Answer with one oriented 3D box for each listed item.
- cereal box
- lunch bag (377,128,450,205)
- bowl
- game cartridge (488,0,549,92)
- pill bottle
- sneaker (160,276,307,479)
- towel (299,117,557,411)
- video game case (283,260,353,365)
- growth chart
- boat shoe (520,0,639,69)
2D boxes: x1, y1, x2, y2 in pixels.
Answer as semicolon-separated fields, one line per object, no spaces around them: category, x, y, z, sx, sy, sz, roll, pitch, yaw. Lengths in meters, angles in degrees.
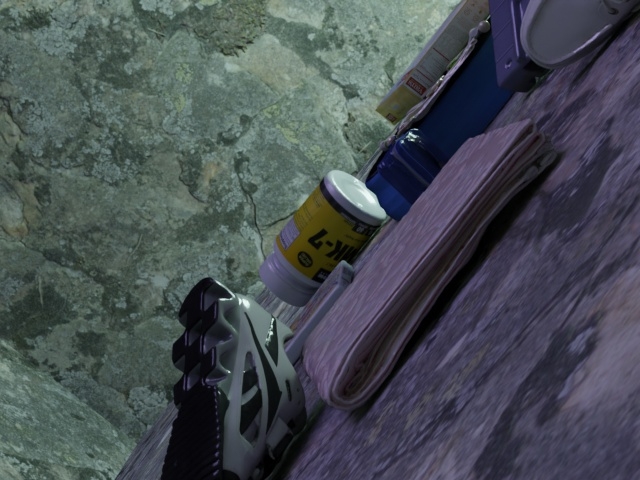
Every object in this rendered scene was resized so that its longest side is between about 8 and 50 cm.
cereal box;0.186;-0.292;2.330;0.240;0.047;0.173;-53;4;-12
lunch bag;0.126;-0.097;1.966;0.065;0.098;0.067;-46;1;35
bowl;0.203;-0.203;2.247;0.391;0.077;0.391;-52;4;5
game cartridge;0.304;-0.364;1.824;0.355;0.068;0.230;132;137;-53
pill bottle;0.000;0.000;2.448;0.208;0.119;0.119;-51;3;22
sneaker;-0.075;0.197;1.557;0.122;0.146;0.331;-38;36;43
towel;0.096;0.024;1.510;0.317;0.053;0.332;-51;3;-2
video game case;-0.032;0.137;2.226;0.227;0.026;0.206;-51;4;9
growth chart;0.158;-0.211;2.107;0.237;0.021;0.172;-51;3;-6
boat shoe;0.302;-0.280;1.555;0.277;0.098;0.096;-49;4;25
